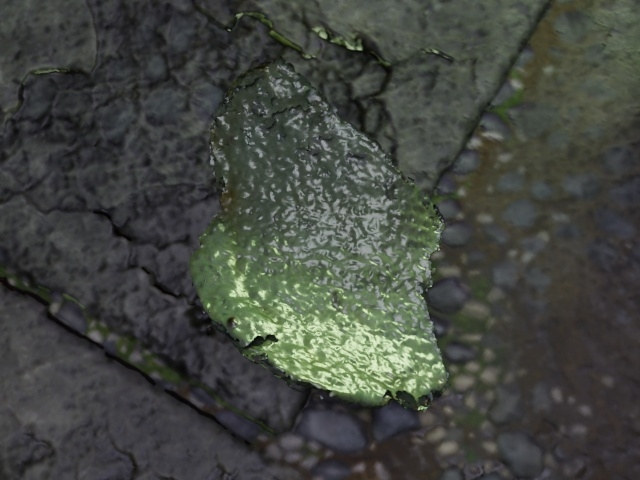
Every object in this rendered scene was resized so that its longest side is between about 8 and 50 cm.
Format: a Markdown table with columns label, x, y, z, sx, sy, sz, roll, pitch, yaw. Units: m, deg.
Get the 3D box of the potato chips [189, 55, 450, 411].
| label | x | y | z | sx | sy | sz | roll | pitch | yaw |
| --- | --- | --- | --- | --- | --- | --- | --- | --- | --- |
| potato chips | -0.002 | -0.004 | 0.631 | 0.167 | 0.059 | 0.228 | -2 | 71 | 0 |
